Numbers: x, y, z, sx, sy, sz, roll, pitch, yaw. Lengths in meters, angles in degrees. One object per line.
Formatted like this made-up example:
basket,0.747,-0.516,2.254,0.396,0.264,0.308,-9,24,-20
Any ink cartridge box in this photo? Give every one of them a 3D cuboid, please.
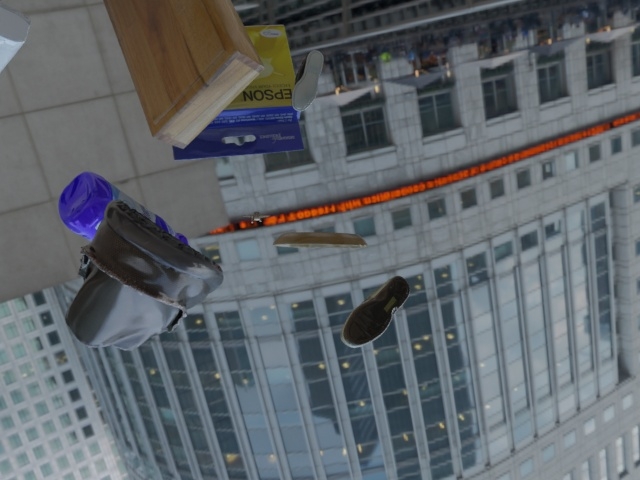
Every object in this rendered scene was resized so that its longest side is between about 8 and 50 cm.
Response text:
ink cartridge box,-0.204,-0.344,1.343,0.304,0.306,0.072,-8,161,-18

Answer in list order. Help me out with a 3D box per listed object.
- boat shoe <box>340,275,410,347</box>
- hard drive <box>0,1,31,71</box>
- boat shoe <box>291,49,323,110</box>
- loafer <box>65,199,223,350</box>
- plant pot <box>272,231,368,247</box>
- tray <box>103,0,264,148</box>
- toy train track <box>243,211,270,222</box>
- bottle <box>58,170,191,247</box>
boat shoe,0.095,0.139,1.105,0.190,0.068,0.072,-35,-176,-38
hard drive,-0.557,-0.273,0.784,0.233,0.047,0.353,18,164,-38
boat shoe,-0.030,-0.308,1.145,0.046,0.125,0.038,17,174,-23
loafer,-0.203,0.068,0.647,0.130,0.134,0.366,-58,-174,-21
plant pot,0.000,0.000,1.451,0.237,0.032,0.236,1,177,0
tray,-0.257,-0.381,1.010,0.203,0.410,0.076,-38,151,23
toy train track,-0.118,-0.042,1.088,0.048,0.014,0.083,0,-170,-6
bottle,-0.317,-0.006,1.036,0.092,0.283,0.118,-44,-136,5
